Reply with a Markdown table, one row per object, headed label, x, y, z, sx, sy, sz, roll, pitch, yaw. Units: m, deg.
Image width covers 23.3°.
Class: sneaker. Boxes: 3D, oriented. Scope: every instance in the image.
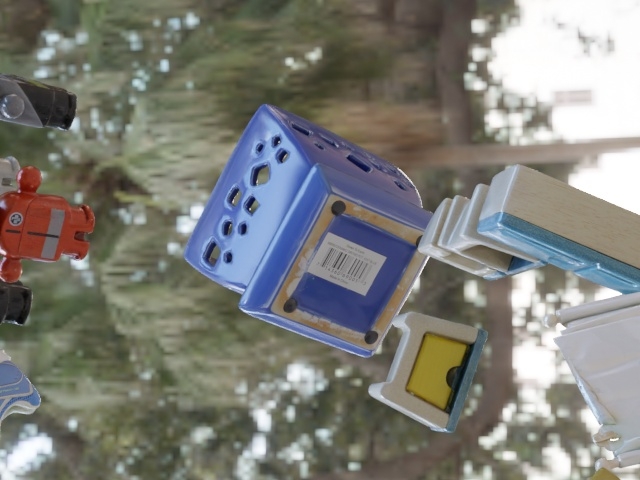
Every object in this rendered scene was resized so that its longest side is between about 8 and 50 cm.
| label | x | y | z | sx | sy | sz | roll | pitch | yaw |
| --- | --- | --- | --- | --- | --- | --- | --- | --- | --- |
| sneaker | -0.337 | 0.188 | 1.393 | 0.211 | 0.081 | 0.080 | -52 | 4 | -21 |

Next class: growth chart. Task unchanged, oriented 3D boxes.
| label | x | y | z | sx | sy | sz | roll | pitch | yaw |
| --- | --- | --- | --- | --- | --- | --- | --- | --- | --- |
| growth chart | 0.335 | 0.139 | 1.624 | 0.237 | 0.172 | 0.021 | -106 | 14 | -46 |

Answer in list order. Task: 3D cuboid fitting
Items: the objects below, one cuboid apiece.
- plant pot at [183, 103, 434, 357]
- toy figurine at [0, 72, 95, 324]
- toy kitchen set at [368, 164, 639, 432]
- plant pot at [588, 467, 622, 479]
| label | x | y | z | sx | sy | sz | roll | pitch | yaw |
| --- | --- | --- | --- | --- | --- | --- | --- | --- | --- |
| plant pot | 0.000 | 0.000 | 1.935 | 0.236 | 0.236 | 0.212 | -61 | 31 | 10 |
| toy figurine | -0.314 | -0.040 | 1.386 | 0.148 | 0.213 | 0.209 | 8 | -121 | -33 |
| toy kitchen set | 0.135 | 0.058 | 1.099 | 0.207 | 0.122 | 0.166 | 150 | 141 | -77 |
| plant pot | 0.245 | 0.263 | 1.357 | 0.083 | 0.081 | 0.081 | -19 | -43 | -53 |
